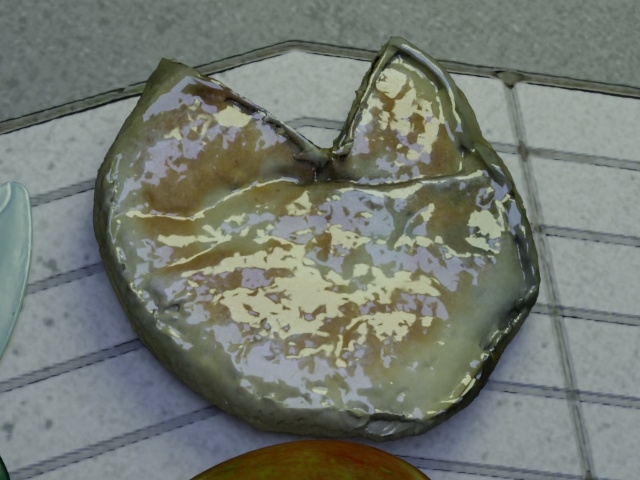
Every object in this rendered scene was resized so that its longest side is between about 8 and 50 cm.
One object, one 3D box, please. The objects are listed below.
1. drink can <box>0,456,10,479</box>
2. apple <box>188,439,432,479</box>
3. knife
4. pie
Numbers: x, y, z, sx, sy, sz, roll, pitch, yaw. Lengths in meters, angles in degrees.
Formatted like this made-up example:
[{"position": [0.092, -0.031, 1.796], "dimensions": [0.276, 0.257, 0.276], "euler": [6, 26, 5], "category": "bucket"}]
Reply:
[{"position": [-0.245, 0.189, 1.100], "dimensions": [0.118, 0.205, 0.118], "euler": [3, 65, -7], "category": "drink can"}, {"position": [-0.013, 0.251, 1.119], "dimensions": [0.226, 0.246, 0.246], "euler": [-14, 67, 19], "category": "apple"}, {"position": [-0.278, 0.096, 1.229], "dimensions": [0.080, 0.044, 0.331], "euler": [31, 63, 6], "category": "knife"}, {"position": [0.000, 0.000, 1.287], "dimensions": [0.337, 0.075, 0.338], "euler": [3, 72, -9], "category": "pie"}]
